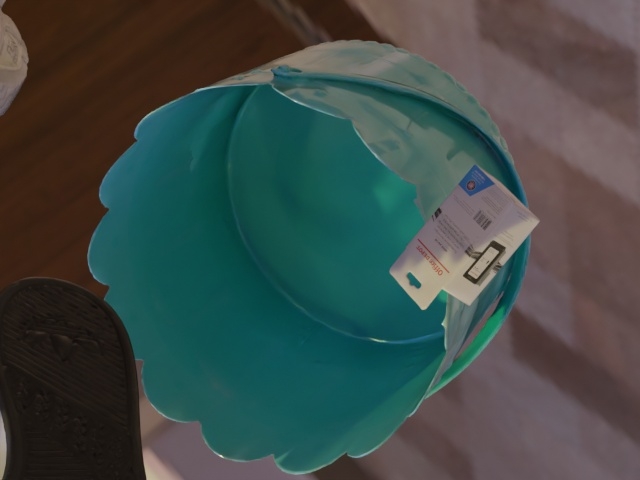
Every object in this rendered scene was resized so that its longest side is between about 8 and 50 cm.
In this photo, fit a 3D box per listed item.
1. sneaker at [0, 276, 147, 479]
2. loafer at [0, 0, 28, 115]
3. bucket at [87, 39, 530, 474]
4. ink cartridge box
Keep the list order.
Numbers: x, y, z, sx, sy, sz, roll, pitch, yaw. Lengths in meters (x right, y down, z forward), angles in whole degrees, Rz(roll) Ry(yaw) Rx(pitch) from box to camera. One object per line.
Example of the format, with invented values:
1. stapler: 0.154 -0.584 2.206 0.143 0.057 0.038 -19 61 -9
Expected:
1. sneaker: -0.169 0.181 1.039 0.124 0.295 0.178 14 131 -17
2. loafer: -0.187 -0.093 0.761 0.111 0.112 0.319 36 180 -19
3. bucket: 0.000 0.000 1.340 0.281 0.183 0.281 11 116 23
4. ink cartridge box: 0.085 0.003 1.157 0.028 0.083 0.048 32 -168 -40
